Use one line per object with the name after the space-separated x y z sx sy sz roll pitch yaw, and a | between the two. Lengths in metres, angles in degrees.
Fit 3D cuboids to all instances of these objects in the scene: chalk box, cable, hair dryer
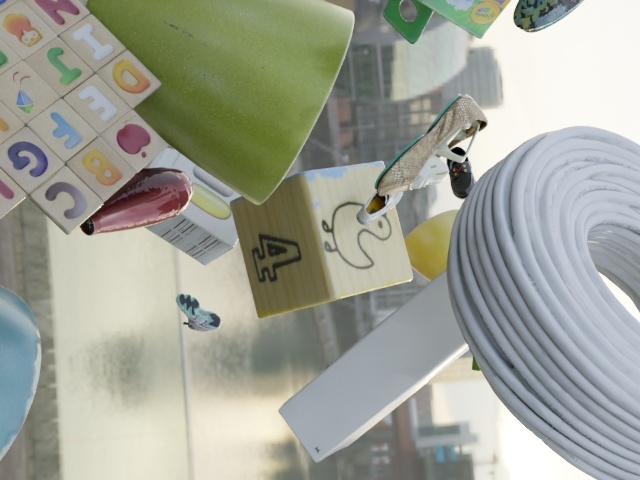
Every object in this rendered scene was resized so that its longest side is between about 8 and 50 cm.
0.141 -0.315 1.105 0.132 0.213 0.132 16 29 -50 | chalk box
0.208 0.041 0.712 0.257 0.257 0.089 -37 172 -47 | cable
-0.297 -0.108 1.534 0.293 0.223 0.080 -85 -162 -45 | hair dryer

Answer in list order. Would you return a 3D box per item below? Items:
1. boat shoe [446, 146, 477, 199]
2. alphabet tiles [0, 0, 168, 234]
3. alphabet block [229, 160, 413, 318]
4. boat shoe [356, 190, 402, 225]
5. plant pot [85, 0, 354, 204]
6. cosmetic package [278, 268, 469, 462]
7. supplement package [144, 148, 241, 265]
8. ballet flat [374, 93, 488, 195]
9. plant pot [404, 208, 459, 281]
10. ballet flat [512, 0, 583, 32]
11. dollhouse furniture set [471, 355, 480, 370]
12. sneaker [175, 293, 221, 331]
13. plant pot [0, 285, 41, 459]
0.255 -0.123 1.877 0.133 0.049 0.042 -91 155 -52 | boat shoe
-0.334 -0.176 1.087 0.285 0.342 0.011 -49 -174 -40 | alphabet tiles
0.000 0.000 1.619 0.193 0.192 0.197 -19 -95 48 | alphabet block
0.092 -0.061 1.521 0.035 0.100 0.035 47 -32 6 | boat shoe
-0.151 -0.231 1.285 0.275 0.293 0.275 -58 -166 24 | plant pot
0.081 0.087 0.866 0.060 0.239 0.099 52 11 11 | cosmetic package
-0.226 -0.098 1.867 0.149 0.203 0.194 -28 -147 59 | supplement package
0.158 -0.119 1.383 0.206 0.067 0.073 -47 166 -23 | ballet flat
0.216 0.024 1.759 0.095 0.134 0.134 59 -8 24 | plant pot
0.265 -0.287 1.034 0.070 0.188 0.070 51 -4 5 | ballet flat
0.327 0.197 1.665 0.058 0.151 0.076 6 90 -55 | dollhouse furniture set
-0.236 0.138 1.868 0.098 0.069 0.038 41 51 -20 | sneaker
-0.494 0.141 1.158 0.195 0.290 0.290 44 34 -49 | plant pot
